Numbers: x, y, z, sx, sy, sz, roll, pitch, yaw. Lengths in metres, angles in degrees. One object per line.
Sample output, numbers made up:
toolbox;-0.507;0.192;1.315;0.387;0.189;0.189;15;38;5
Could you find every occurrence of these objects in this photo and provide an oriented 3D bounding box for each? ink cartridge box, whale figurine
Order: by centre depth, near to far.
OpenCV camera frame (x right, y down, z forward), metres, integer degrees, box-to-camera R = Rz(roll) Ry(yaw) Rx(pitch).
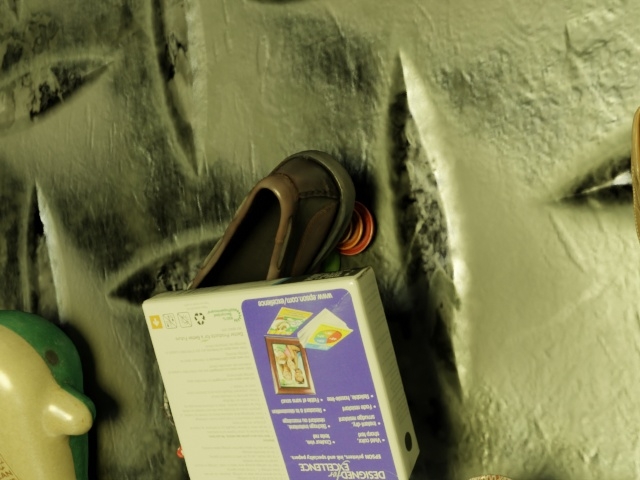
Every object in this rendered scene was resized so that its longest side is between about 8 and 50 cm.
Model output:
ink cartridge box;-0.029;0.133;0.750;0.206;0.045;0.208;-8;99;32
whale figurine;-0.304;0.198;1.027;0.216;0.141;0.272;-25;100;32

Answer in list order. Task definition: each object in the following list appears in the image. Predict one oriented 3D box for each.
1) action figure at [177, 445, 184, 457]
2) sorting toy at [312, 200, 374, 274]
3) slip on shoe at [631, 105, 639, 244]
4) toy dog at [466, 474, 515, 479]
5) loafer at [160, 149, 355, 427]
action figure;-0.118;0.164;0.941;0.038;0.030;0.115;27;106;27
sorting toy;0.000;0.000;0.851;0.102;0.042;0.061;-44;66;26
slip on shoe;0.246;-0.034;0.680;0.051;0.041;0.135;-4;87;35
toy dog;0.177;0.254;0.651;0.333;0.161;0.220;-35;70;29
loafer;-0.079;0.053;0.830;0.109;0.095;0.302;39;116;18
